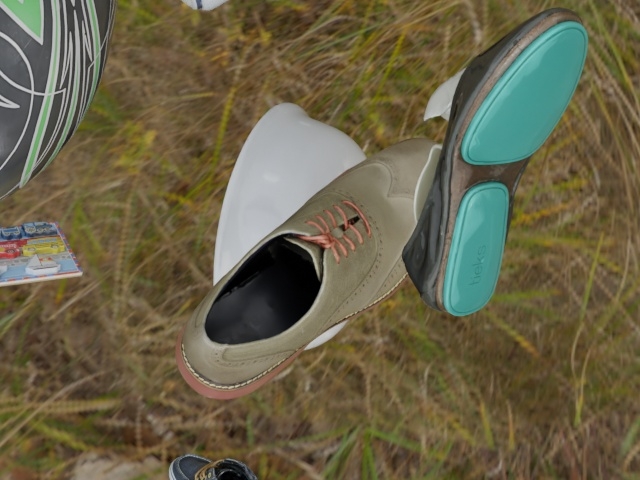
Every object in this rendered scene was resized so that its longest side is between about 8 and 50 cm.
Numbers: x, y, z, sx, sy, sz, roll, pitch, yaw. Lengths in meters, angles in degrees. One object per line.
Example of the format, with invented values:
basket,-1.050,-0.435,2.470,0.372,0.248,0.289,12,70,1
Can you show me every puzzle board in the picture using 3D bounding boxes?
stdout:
puzzle board,-0.269,0.011,1.139,0.128,0.096,0.011,-8,118,-22

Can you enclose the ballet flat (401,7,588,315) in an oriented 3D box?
ballet flat,0.120,-0.071,1.099,0.096,0.095,0.281,48,130,42

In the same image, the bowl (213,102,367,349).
bowl,0.000,0.000,1.563,0.134,0.298,0.298,10,106,18

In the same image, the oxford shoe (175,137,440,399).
oxford shoe,0.014,0.014,1.298,0.123,0.130,0.348,43,70,6

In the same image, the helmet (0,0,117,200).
helmet,-0.149,-0.090,0.474,0.161,0.169,0.169,39,108,2

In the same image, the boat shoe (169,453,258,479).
boat shoe,-0.126,0.292,1.694,0.183,0.065,0.083,29,138,42

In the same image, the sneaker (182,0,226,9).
sneaker,-0.148,-0.236,0.819,0.091,0.094,0.258,-35,94,-8
